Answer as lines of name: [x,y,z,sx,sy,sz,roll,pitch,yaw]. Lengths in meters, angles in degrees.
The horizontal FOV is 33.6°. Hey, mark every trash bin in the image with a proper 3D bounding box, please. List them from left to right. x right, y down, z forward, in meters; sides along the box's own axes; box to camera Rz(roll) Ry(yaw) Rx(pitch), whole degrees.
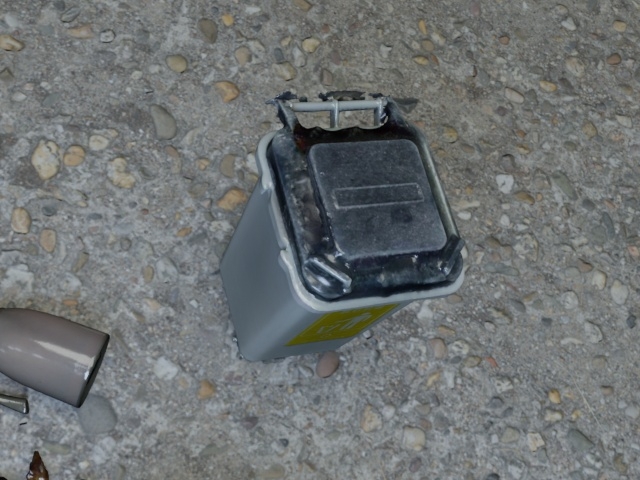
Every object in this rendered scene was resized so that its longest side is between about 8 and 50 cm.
trash bin: [0.000,0.000,1.464,0.255,0.368,0.296,-7,68,-26]

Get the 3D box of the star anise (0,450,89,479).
star anise: [-0.355,0.347,1.330,0.167,0.057,0.168,15,50,-18]

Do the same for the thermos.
thermos: [-0.394,0.154,1.398,0.193,0.105,0.137,21,89,-5]
